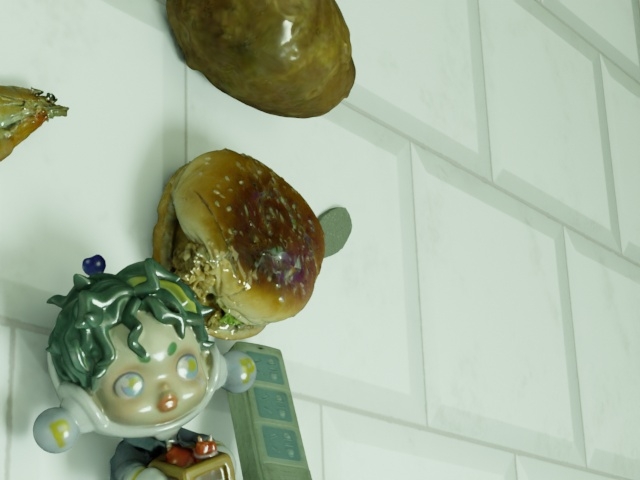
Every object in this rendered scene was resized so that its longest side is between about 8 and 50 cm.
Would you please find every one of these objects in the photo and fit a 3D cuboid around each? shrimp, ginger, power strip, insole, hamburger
[{"bbox_3d":[-0.357,-0.136,1.527,0.184,0.043,0.091,-25,106,-50],"label":"shrimp"},{"bbox_3d":[-0.070,-0.275,1.850,0.269,0.200,0.223,65,33,-14],"label":"ginger"},{"bbox_3d":[-0.067,0.233,1.696,0.078,0.052,0.272,14,41,-28],"label":"power strip"},{"bbox_3d":[0.000,0.000,2.014,0.192,0.010,0.063,-37,107,-54],"label":"insole"},{"bbox_3d":[-0.110,0.001,1.746,0.286,0.146,0.243,-12,81,-55],"label":"hamburger"}]

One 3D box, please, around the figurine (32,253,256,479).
[{"bbox_3d":[-0.192,0.202,1.508,0.261,0.186,0.382,-19,99,-46],"label":"figurine"}]
